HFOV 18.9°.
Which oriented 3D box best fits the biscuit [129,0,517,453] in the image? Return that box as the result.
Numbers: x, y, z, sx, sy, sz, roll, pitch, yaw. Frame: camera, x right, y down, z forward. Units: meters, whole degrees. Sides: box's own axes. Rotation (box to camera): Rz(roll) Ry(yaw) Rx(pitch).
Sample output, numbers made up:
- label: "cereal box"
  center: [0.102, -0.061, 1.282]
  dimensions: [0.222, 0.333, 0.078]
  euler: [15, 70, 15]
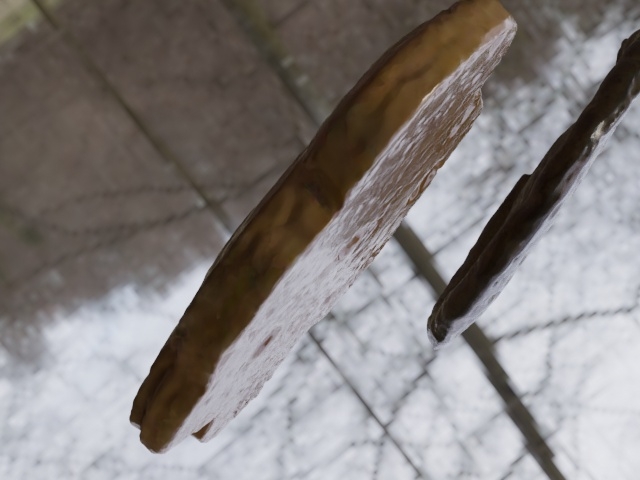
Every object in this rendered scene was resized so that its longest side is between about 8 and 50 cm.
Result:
- label: "biscuit"
  center: [-0.003, -0.003, 1.143]
  dimensions: [0.269, 0.051, 0.376]
  euler: [-38, 166, -48]

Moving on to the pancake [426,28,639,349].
- label: "pancake"
  center: [0.164, -0.041, 1.410]
  dimensions: [0.286, 0.033, 0.288]
  euler: [-56, 179, -8]
